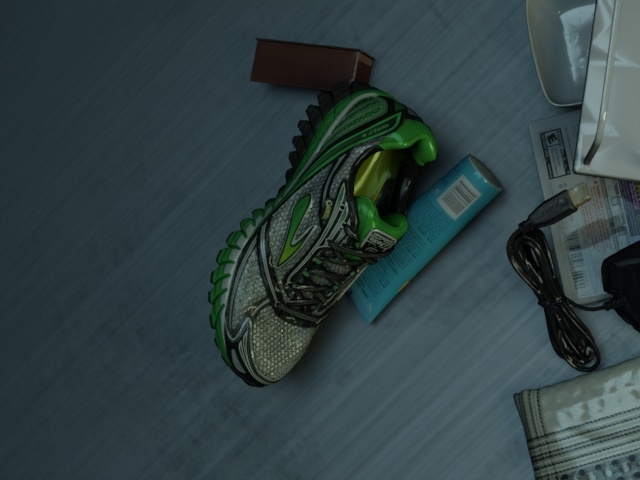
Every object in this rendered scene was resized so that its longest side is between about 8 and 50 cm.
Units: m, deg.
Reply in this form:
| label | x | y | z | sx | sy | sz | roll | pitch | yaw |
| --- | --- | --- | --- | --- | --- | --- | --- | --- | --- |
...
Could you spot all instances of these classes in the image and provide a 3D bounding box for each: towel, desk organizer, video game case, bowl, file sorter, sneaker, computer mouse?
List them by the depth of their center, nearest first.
| label | x | y | z | sx | sy | sz | roll | pitch | yaw |
| --- | --- | --- | --- | --- | --- | --- | --- | --- | --- |
| file sorter | 0.392 | -0.148 | 1.245 | 0.278 | 0.173 | 0.192 | 8 | 86 | 6 |
| towel | 0.375 | 0.253 | 1.293 | 0.324 | 0.056 | 0.312 | -18 | 76 | 18 |
| computer mouse | 0.314 | 0.009 | 1.309 | 0.262 | 0.060 | 0.184 | -26 | 103 | 33 |
| video game case | 0.321 | -0.048 | 1.376 | 0.184 | 0.023 | 0.201 | -14 | 76 | 20 |
| bowl | 0.292 | -0.210 | 1.393 | 0.142 | 0.053 | 0.141 | -14 | 78 | 20 |
| sneaker | 0.000 | 0.000 | 1.413 | 0.146 | 0.134 | 0.343 | 30 | 95 | 50 |
| desk organizer | -0.010 | -0.193 | 1.516 | 0.130 | 0.047 | 0.050 | 10 | 89 | 23 |

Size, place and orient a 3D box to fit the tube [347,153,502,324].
| label | x | y | z | sx | sy | sz | roll | pitch | yaw |
| --- | --- | --- | --- | --- | --- | --- | --- | --- | --- |
| tube | 0.102 | -0.005 | 1.445 | 0.207 | 0.052 | 0.080 | -43 | 57 | 17 |
